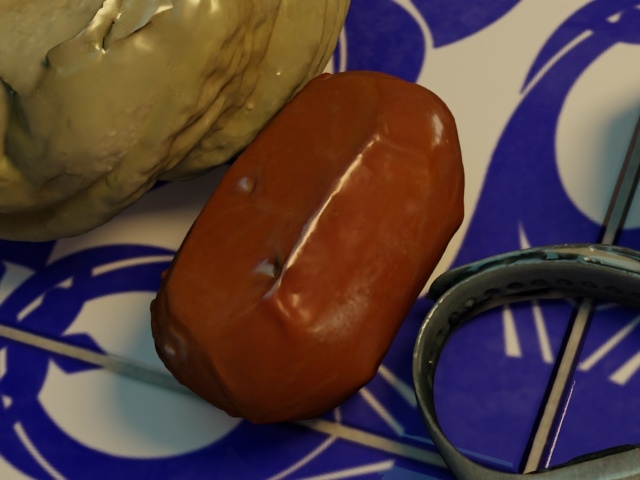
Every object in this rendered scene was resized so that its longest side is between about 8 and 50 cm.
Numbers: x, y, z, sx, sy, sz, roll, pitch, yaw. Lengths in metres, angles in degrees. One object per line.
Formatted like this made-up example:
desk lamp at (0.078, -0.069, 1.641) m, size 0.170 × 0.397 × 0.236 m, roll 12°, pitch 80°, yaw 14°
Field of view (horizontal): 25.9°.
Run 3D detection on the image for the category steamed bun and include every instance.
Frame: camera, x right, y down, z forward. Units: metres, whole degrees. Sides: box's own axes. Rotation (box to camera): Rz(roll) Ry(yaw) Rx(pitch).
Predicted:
steamed bun at (-0.147, -0.159, 1.027) m, size 0.324 × 0.230 × 0.372 m, roll 14°, pitch 63°, yaw 31°

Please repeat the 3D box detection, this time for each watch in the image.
watch at (0.165, 0.087, 0.898) m, size 0.206 × 0.068 × 0.193 m, roll -18°, pitch 58°, yaw 6°

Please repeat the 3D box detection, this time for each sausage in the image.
sausage at (-0.001, -0.001, 0.942) m, size 0.153 × 0.141 × 0.268 m, roll 18°, pitch 65°, yaw 39°
